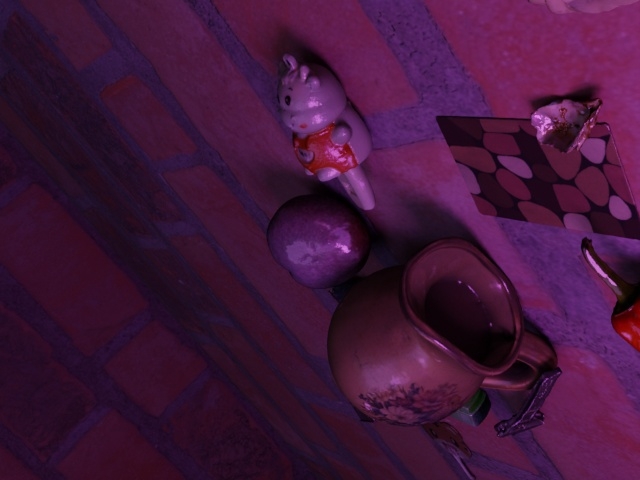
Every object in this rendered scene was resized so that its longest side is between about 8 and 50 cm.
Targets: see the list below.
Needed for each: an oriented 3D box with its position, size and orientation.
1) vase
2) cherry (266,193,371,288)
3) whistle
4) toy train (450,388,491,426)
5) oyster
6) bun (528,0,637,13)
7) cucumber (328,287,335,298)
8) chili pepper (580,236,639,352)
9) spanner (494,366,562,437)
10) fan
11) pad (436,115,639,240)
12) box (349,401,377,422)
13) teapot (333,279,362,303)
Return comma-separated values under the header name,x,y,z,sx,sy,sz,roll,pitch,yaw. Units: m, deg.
name,x,y,z,sx,sy,sz,roll,pitch,yaw
vase,0.195,0.150,1.119,0.329,0.241,0.302,21,150,-18
cherry,-0.001,-0.003,1.250,0.176,0.140,0.176,15,138,13
whistle,0.010,-0.143,1.033,0.253,0.105,0.102,58,-165,-32
toy train,0.222,0.236,1.366,0.119,0.085,0.251,18,149,38
oyster,0.245,-0.113,0.749,0.093,0.034,0.051,19,124,64
bun,0.184,-0.236,0.533,0.164,0.111,0.188,50,155,-22
cucumber,0.064,0.130,1.508,0.135,0.033,0.034,47,164,-2
chili pepper,0.434,0.107,0.769,0.368,0.092,0.137,22,131,31
spanner,0.328,0.258,1.186,0.325,0.093,0.026,84,165,-62
fan,0.298,0.473,1.745,0.152,0.008,0.227,9,138,55
pad,0.242,-0.073,0.867,0.235,0.003,0.158,15,144,51
box,0.119,0.406,1.880,0.063,0.060,0.084,55,158,-5
teapot,0.065,0.103,1.436,0.063,0.049,0.083,51,157,-16
